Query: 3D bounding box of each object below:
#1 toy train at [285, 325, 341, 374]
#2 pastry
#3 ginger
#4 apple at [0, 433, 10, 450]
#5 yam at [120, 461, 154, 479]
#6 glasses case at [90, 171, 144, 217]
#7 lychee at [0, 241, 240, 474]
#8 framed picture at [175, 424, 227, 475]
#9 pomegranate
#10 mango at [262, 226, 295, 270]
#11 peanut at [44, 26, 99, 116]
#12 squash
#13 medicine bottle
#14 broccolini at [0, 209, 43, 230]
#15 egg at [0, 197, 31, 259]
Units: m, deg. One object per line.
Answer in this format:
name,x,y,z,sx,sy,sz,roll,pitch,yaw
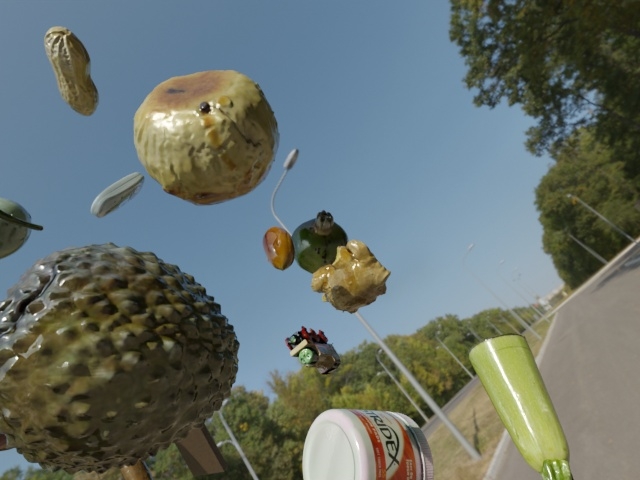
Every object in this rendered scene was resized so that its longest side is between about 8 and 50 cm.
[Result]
toy train,-0.014,0.220,0.809,0.050,0.087,0.138,-42,-31,9
pastry,-0.294,-0.264,1.099,0.388,0.388,0.312,-32,-38,-17
ginger,0.067,0.100,0.963,0.216,0.157,0.102,-43,13,38
apple,-0.785,0.399,0.992,0.234,0.234,0.234,-32,-27,-18
yam,-0.392,0.426,0.817,0.046,0.264,0.046,-35,-20,-15
glasses case,-0.501,-0.116,1.012,0.067,0.045,0.178,-50,9,33
lychee,-0.233,0.128,0.474,0.274,0.255,0.255,7,-41,-10
framed picture,-0.366,0.619,1.210,0.128,0.168,0.023,-23,8,24
pomegranate,0.000,0.000,1.189,0.180,0.180,0.209,-28,-34,-26
mango,-0.080,0.017,0.801,0.063,0.127,0.077,-10,-68,-12
peanut,-0.631,-0.429,1.043,0.098,0.090,0.214,0,-62,5
squash,0.286,0.240,0.563,0.094,0.224,0.094,-3,-49,-3
medicine bottle,0.114,0.567,1.033,0.241,0.252,0.252,18,-59,-32
broccolini,-0.626,-0.063,0.764,0.044,0.042,0.218,-33,-23,9
egg,-0.899,-0.027,1.097,0.236,0.169,0.169,-17,-22,13
